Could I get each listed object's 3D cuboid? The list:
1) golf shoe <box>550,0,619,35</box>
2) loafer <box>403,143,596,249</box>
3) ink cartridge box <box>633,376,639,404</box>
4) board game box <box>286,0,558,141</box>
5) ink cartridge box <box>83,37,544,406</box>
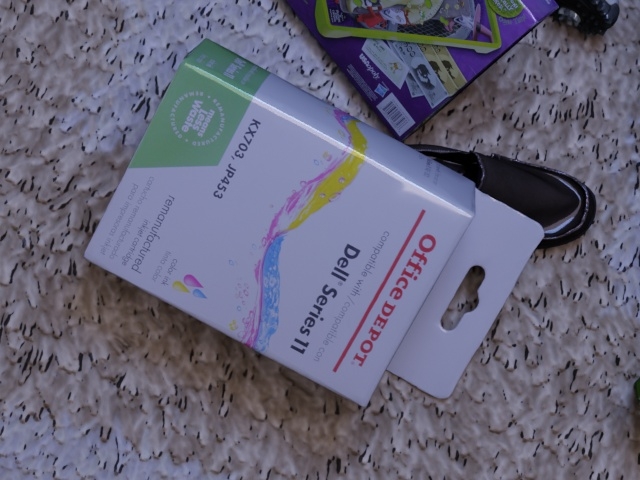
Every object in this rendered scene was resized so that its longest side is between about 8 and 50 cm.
[{"bbox_3d":[0.203,-0.318,1.749,0.120,0.105,0.273,-39,88,-15],"label":"golf shoe"},{"bbox_3d":[0.148,-0.041,1.716,0.220,0.078,0.080,8,82,-5],"label":"loafer"},{"bbox_3d":[0.437,0.108,1.680,0.189,0.097,0.255,42,98,0],"label":"ink cartridge box"},{"bbox_3d":[0.033,-0.280,1.681,0.347,0.208,0.056,52,48,2],"label":"board game box"},{"bbox_3d":[0.000,0.000,1.643,0.353,0.119,0.207,28,105,-2],"label":"ink cartridge box"}]
